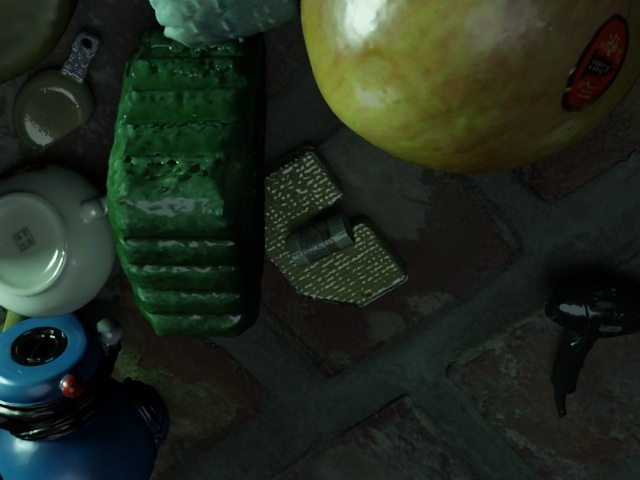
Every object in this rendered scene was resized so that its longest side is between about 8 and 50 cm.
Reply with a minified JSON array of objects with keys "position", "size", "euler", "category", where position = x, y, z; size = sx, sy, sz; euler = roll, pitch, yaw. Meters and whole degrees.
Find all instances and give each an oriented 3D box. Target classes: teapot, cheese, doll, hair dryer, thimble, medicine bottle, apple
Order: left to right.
[{"position":[-0.353,-0.005,1.602],"size":[0.298,0.139,0.204],"euler":[-21,86,15],"category":"teapot"},{"position":[-0.356,0.263,1.697],"size":[0.284,0.240,0.310],"euler":[-23,129,-20],"category":"doll"},{"position":[-0.322,-0.186,1.544],"size":[0.171,0.047,0.092],"euler":[-38,115,19],"category":"cheese"},{"position":[-0.121,-0.348,1.358],"size":[0.172,0.205,0.250],"euler":[-11,91,6],"category":"thimble"},{"position":[0.000,0.000,1.601],"size":[0.083,0.047,0.047],"euler":[-24,118,12],"category":"medicine bottle"},{"position":[0.163,-0.257,1.321],"size":[0.346,0.391,0.391],"euler":[-30,116,25],"category":"apple"},{"position":[0.402,0.158,1.753],"size":[0.235,0.091,0.272],"euler":[6,133,-16],"category":"hair dryer"}]

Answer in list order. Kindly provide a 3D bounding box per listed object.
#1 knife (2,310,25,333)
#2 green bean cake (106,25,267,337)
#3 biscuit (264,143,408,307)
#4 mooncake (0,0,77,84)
[{"position":[-0.451,0.174,1.771],"size":[0.047,0.017,0.298],"euler":[14,119,-16],"category":"knife"},{"position":[-0.152,-0.071,1.480],"size":[0.169,0.300,0.308],"euler":[1,144,4],"category":"green bean cake"},{"position":[-0.002,-0.007,1.651],"size":[0.147,0.046,0.250],"euler":[-33,114,16],"category":"biscuit"},{"position":[-0.417,-0.323,1.402],"size":[0.284,0.155,0.284],"euler":[-1,120,-2],"category":"mooncake"}]
